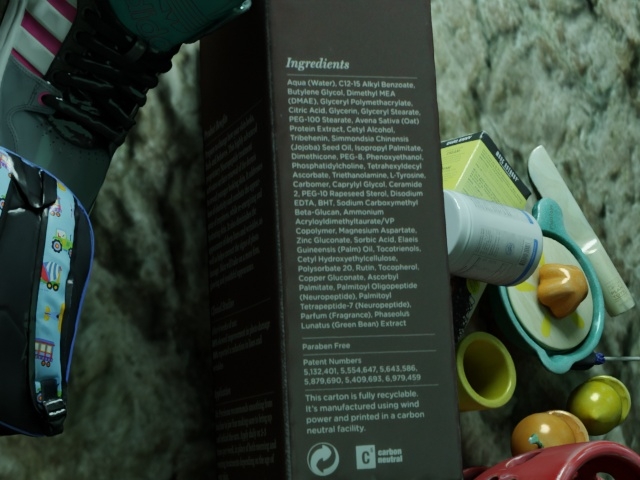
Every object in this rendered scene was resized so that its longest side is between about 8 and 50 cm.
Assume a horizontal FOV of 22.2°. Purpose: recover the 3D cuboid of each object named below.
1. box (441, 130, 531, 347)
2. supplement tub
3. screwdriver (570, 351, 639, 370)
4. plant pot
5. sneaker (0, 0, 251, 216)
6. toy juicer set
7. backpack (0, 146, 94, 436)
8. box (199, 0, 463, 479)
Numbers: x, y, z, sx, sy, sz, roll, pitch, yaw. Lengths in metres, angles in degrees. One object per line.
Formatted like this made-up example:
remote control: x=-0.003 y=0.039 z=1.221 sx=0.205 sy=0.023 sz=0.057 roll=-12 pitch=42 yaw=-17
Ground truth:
box: x=0.108 y=0.012 z=1.452 sx=0.087 sy=0.058 sz=0.232 roll=49 pitch=50 yaw=-26
supplement tub: x=0.131 y=-0.002 z=1.384 sx=0.107 sy=0.071 sz=0.071 roll=14 pitch=71 yaw=-40
screwdriver: x=0.293 y=0.119 z=1.639 sx=0.170 sy=0.025 sz=0.024 roll=3 pitch=79 yaw=-41
plant pot: x=0.184 y=0.270 z=1.387 sx=0.191 sy=0.174 sz=0.191 roll=12 pitch=73 yaw=-45
sneaker: x=-0.136 y=-0.139 z=1.145 sx=0.124 sy=0.178 sz=0.295 roll=25 pitch=64 yaw=-40
toy juicer set: x=0.236 y=0.075 z=1.528 sx=0.209 sy=0.089 sz=0.329 roll=44 pitch=50 yaw=-17
backpack: x=-0.231 y=0.030 z=1.053 sx=0.158 sy=0.117 sz=0.173 roll=29 pitch=62 yaw=-38
box: x=0.000 y=0.000 z=1.222 sx=0.143 sy=0.191 sz=0.381 roll=-2 pitch=82 yaw=-19
